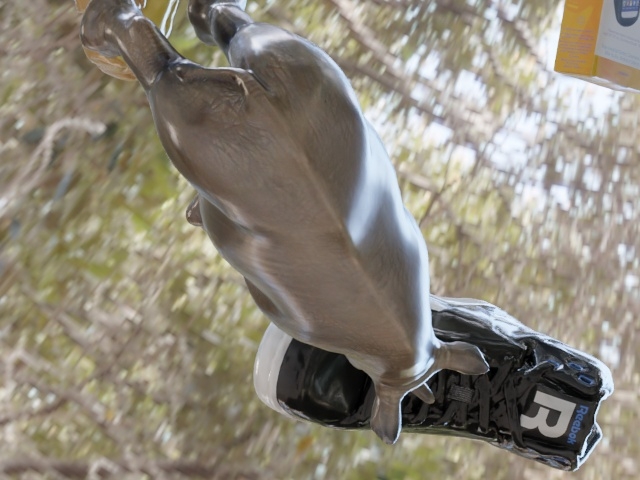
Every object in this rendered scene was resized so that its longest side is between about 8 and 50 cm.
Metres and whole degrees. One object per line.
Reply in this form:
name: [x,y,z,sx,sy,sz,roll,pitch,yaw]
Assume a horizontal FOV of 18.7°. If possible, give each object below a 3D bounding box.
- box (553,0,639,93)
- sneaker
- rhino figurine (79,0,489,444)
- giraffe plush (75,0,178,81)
box: [0.169,-0.154,1.086,0.028,0.081,0.136,9,-89,33]
sneaker: [0.075,0.069,0.978,0.121,0.217,0.079,23,-78,36]
rhino figurine: [0.000,0.000,0.747,0.073,0.106,0.243,-40,-43,-8]
giraffe plush: [-0.076,-0.219,1.321,0.170,0.181,0.210,-2,-94,0]
